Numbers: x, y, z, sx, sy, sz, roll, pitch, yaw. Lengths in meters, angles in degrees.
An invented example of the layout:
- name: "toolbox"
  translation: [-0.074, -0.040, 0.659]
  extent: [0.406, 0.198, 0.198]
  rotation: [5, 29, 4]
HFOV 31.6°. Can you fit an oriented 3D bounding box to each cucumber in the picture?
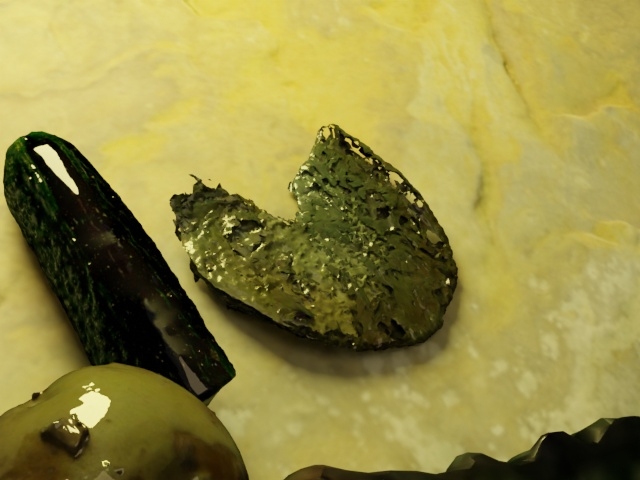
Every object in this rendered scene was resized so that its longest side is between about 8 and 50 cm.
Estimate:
- name: "cucumber"
  translation: [-0.135, 0.020, 0.717]
  extent: [0.074, 0.074, 0.241]
  rotation: [-18, 63, -36]

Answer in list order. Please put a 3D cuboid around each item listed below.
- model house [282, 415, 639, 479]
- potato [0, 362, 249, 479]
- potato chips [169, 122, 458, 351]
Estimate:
- name: "model house"
  translation: [0.071, 0.323, 0.393]
  extent: [0.445, 0.400, 0.395]
  rotation: [-9, 50, -45]
- name: "potato"
  translation: [-0.112, 0.184, 0.548]
  extent: [0.164, 0.165, 0.262]
  rotation: [17, 55, -14]
- name: "potato chips"
  translation: [0.002, -0.002, 0.833]
  extent: [0.219, 0.029, 0.202]
  rotation: [-14, 64, -36]
